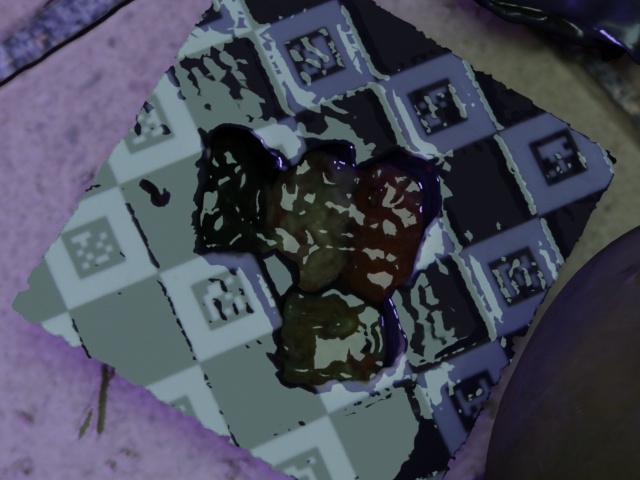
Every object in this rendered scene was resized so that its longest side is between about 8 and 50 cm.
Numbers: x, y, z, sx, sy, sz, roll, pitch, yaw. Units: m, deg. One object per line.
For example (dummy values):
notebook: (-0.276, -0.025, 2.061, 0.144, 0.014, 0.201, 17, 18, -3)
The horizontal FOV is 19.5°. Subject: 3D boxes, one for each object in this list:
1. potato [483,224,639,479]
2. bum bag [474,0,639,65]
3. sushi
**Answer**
potato: (0.189, 0.116, 0.816, 0.243, 0.221, 0.326, 21, 71, 29)
bum bag: (0.115, -0.244, 1.009, 0.142, 0.079, 0.326, -9, 72, -15)
sushi: (0.000, 0.000, 0.926, 0.220, 0.047, 0.231, 32, 74, -2)
